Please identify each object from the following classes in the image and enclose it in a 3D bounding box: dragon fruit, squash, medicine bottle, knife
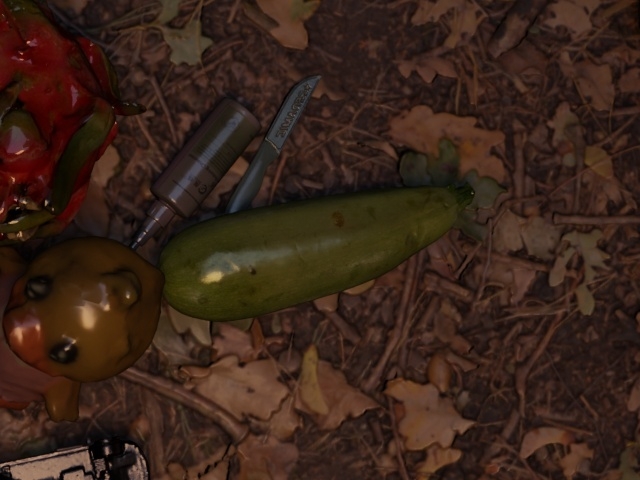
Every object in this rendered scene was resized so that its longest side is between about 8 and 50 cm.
[{"bbox_3d":[-0.326,-0.121,1.282,0.237,0.231,0.302,20,47,-39],"label":"dragon fruit"},{"bbox_3d":[0.001,0.008,1.418,0.370,0.118,0.118,-13,88,-16],"label":"squash"},{"bbox_3d":[-0.146,-0.067,1.420,0.057,0.057,0.199,40,79,-6],"label":"medicine bottle"},{"bbox_3d":[-0.057,-0.103,1.463,0.028,0.015,0.210,27,80,-1],"label":"knife"}]

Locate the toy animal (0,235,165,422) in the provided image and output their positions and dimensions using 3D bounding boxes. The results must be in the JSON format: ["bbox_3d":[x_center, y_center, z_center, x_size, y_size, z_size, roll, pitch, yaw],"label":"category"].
[{"bbox_3d":[-0.256,0.082,1.286,0.169,0.281,0.195,-22,89,-33],"label":"toy animal"}]

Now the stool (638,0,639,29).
[{"bbox_3d":[0.426,-0.295,1.537,0.096,0.096,0.110,7,90,-11],"label":"stool"}]

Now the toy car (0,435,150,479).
[{"bbox_3d":[-0.285,0.261,1.343,0.210,0.108,0.089,-11,85,-16],"label":"toy car"}]
